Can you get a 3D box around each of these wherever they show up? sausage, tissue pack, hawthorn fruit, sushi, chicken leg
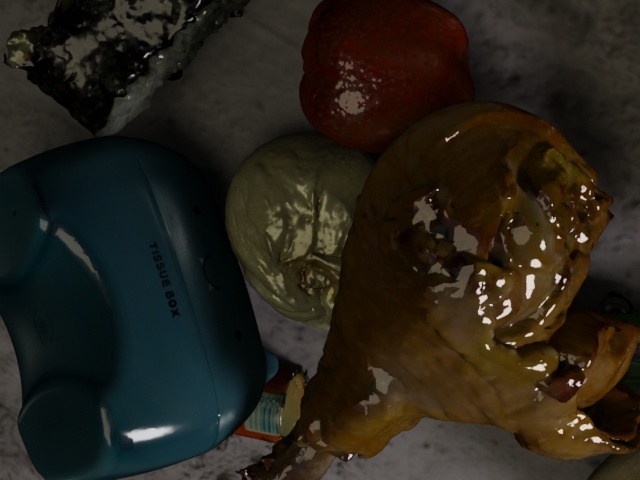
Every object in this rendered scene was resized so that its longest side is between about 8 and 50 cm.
[{"bbox_3d":[-0.140,0.142,1.266,0.264,0.083,0.083,8,120,23],"label":"sausage"},{"bbox_3d":[-0.171,0.059,1.133,0.198,0.206,0.287,-27,79,48],"label":"tissue pack"},{"bbox_3d":[0.052,-0.132,0.997,0.137,0.133,0.133,5,120,5],"label":"hawthorn fruit"},{"bbox_3d":[-0.143,-0.191,1.055,0.115,0.147,0.212,45,108,4],"label":"sushi"},{"bbox_3d":[0.101,0.103,0.991,0.295,0.182,0.409,33,116,-9],"label":"chicken leg"}]

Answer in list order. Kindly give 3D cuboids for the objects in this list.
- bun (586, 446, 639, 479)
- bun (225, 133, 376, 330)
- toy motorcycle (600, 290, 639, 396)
[{"bbox_3d":[0.345,0.248,1.024,0.272,0.168,0.273,9,132,10],"label":"bun"},{"bbox_3d":[0.000,0.000,1.098,0.164,0.111,0.188,-25,101,27],"label":"bun"},{"bbox_3d":[0.262,0.105,1.065,0.190,0.074,0.106,-4,123,27],"label":"toy motorcycle"}]
